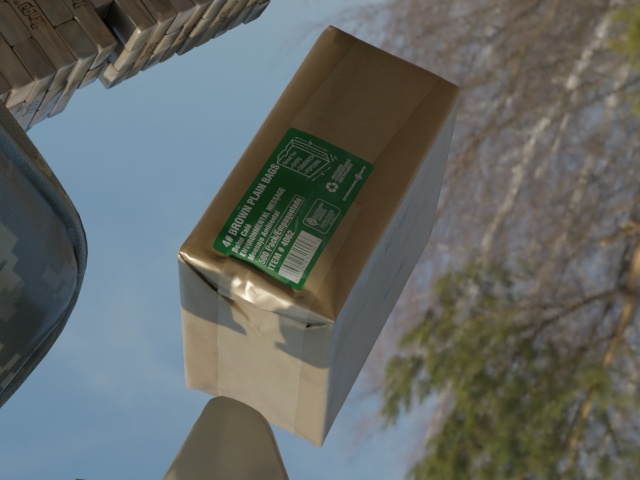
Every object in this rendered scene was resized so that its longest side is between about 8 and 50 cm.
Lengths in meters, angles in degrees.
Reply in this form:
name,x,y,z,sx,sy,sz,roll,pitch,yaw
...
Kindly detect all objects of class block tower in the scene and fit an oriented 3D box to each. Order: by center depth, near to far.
name,x,y,z,sx,sy,sz,roll,pitch,yaw
block tower,-0.177,-0.152,0.895,0.335,0.091,0.097,-34,-94,-33

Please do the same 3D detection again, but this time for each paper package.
name,x,y,z,sx,sy,sz,roll,pitch,yaw
paper package,0.000,0.000,1.342,0.168,0.309,0.324,24,-121,12

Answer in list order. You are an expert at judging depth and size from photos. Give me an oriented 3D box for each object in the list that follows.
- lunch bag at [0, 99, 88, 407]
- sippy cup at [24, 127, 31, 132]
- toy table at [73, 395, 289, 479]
name,x,y,z,sx,sy,sz,roll,pitch,yaw
lunch bag,-0.249,-0.048,0.369,0.256,0.212,0.305,33,165,27
sippy cup,-0.306,-0.239,1.262,0.240,0.224,0.305,8,-124,-57
toy table,-0.034,0.202,0.562,0.161,0.274,0.252,22,-137,12
